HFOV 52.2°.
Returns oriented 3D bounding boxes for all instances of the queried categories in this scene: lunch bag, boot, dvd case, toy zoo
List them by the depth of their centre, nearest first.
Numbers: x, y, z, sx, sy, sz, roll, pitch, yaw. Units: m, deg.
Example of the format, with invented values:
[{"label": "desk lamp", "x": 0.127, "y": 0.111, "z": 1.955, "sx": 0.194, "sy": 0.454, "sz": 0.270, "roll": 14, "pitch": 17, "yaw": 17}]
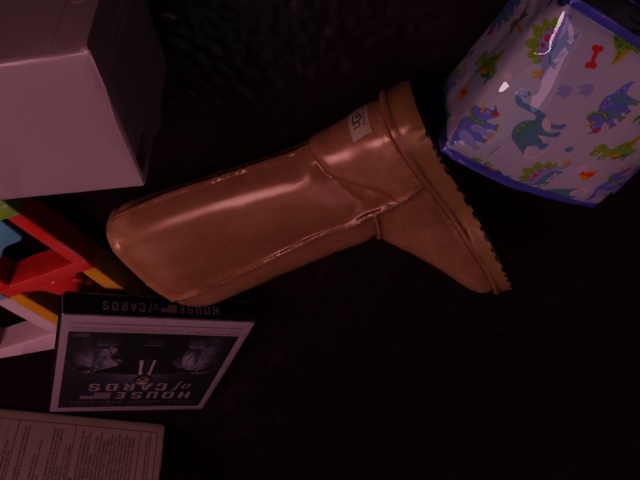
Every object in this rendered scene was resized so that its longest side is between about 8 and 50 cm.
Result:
[{"label": "lunch bag", "x": 0.174, "y": -0.096, "z": 0.441, "sx": 0.151, "sy": 0.096, "sz": 0.129, "roll": 24, "pitch": 133, "yaw": -15}, {"label": "boot", "x": 0.000, "y": 0.000, "z": 0.556, "sx": 0.269, "sy": 0.089, "sz": 0.236, "roll": -22, "pitch": 129, "yaw": 23}, {"label": "toy zoo", "x": -0.290, "y": 0.035, "z": 0.593, "sx": 0.192, "sy": 0.030, "sz": 0.293, "roll": -18, "pitch": 143, "yaw": 15}, {"label": "dvd case", "x": -0.187, "y": 0.127, "z": 0.693, "sx": 0.179, "sy": 0.030, "sz": 0.239, "roll": 5, "pitch": 144, "yaw": -22}]

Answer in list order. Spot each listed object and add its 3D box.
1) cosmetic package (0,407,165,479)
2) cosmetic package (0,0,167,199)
[{"label": "cosmetic package", "x": -0.366, "y": 0.312, "z": 0.829, "sx": 0.309, "sy": 0.160, "sz": 0.113, "roll": 11, "pitch": 138, "yaw": -15}, {"label": "cosmetic package", "x": -0.222, "y": -0.095, "z": 0.390, "sx": 0.238, "sy": 0.127, "sz": 0.107, "roll": -9, "pitch": 140, "yaw": 3}]
